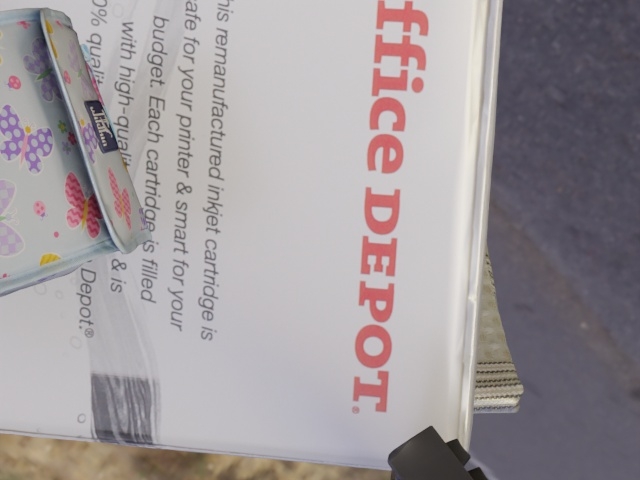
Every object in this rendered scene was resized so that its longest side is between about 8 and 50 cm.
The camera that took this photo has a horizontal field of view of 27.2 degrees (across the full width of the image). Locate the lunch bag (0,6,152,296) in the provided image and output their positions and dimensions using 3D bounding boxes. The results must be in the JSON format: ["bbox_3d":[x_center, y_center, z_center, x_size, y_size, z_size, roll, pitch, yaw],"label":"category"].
[{"bbox_3d":[-0.084,-0.022,0.344,0.053,0.083,0.071,-14,93,39],"label":"lunch bag"}]

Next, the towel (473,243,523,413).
[{"bbox_3d":[0.000,0.000,1.100,0.312,0.324,0.056,3,138,-11],"label":"towel"}]

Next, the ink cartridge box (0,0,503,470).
[{"bbox_3d":[-0.070,-0.032,0.494,0.273,0.197,0.114,5,-174,11],"label":"ink cartridge box"}]

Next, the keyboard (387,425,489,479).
[{"bbox_3d":[0.077,0.126,0.337,0.180,0.023,0.108,52,170,16],"label":"keyboard"}]
